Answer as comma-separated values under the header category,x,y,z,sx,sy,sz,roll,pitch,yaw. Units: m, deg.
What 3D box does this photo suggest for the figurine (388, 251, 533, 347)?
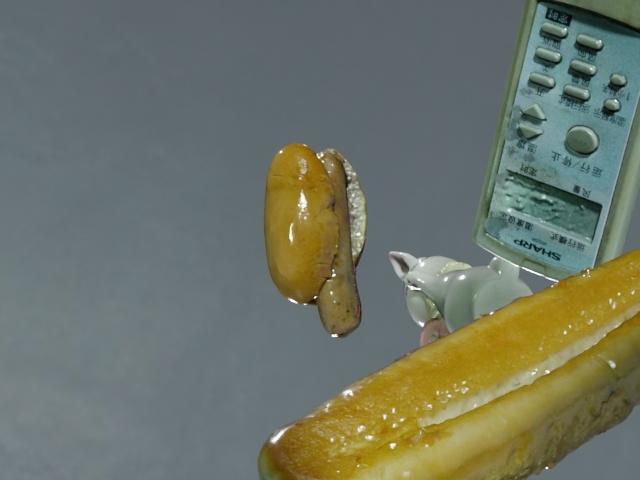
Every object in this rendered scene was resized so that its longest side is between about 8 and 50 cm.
category,x,y,z,sx,sy,sz,roll,pitch,yaw
figurine,0.094,0.055,1.485,0.146,0.081,0.098,5,64,56

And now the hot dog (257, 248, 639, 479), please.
category,x,y,z,sx,sy,sz,roll,pitch,yaw
hot dog,0.101,0.067,0.864,0.088,0.286,0.061,38,143,49

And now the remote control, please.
category,x,y,z,sx,sy,sz,roll,pitch,yaw
remote control,0.161,-0.084,1.168,0.038,0.098,0.233,-35,-38,-53

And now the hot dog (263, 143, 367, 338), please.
category,x,y,z,sx,sy,sz,roll,pitch,yaw
hot dog,-0.001,-0.001,1.371,0.090,0.060,0.140,23,-111,-51
